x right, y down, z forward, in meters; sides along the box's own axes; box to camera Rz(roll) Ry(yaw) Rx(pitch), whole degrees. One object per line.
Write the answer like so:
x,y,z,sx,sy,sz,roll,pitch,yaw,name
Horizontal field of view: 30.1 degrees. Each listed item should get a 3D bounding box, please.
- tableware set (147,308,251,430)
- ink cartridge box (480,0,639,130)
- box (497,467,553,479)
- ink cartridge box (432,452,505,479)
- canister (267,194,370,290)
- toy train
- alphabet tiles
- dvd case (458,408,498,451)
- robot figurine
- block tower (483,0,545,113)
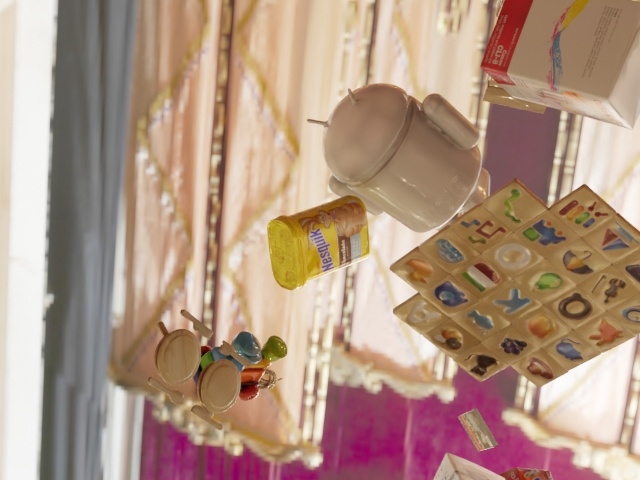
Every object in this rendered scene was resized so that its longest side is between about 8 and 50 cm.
-0.197,0.204,1.860,0.039,0.128,0.194,6,153,40,tableware set
0.316,-0.231,1.471,0.176,0.127,0.128,20,178,32,ink cartridge box
0.289,0.500,2.091,0.256,0.123,0.128,-31,151,29,box
0.185,0.398,1.548,0.100,0.172,0.237,26,-176,-4,ink cartridge box
0.000,0.000,2.038,0.169,0.126,0.073,-21,-156,-35,canister
-0.114,0.227,2.247,0.248,0.143,0.105,6,-125,-48,toy train
0.265,0.064,1.521,0.285,0.342,0.011,37,-139,-18,alphabet tiles
0.329,0.398,2.494,0.013,0.087,0.119,-28,171,-13,dvd case
0.148,-0.150,2.147,0.353,0.300,0.200,33,-141,-22,robot figurine
0.306,-0.338,1.730,0.097,0.091,0.336,12,-129,-1,block tower
